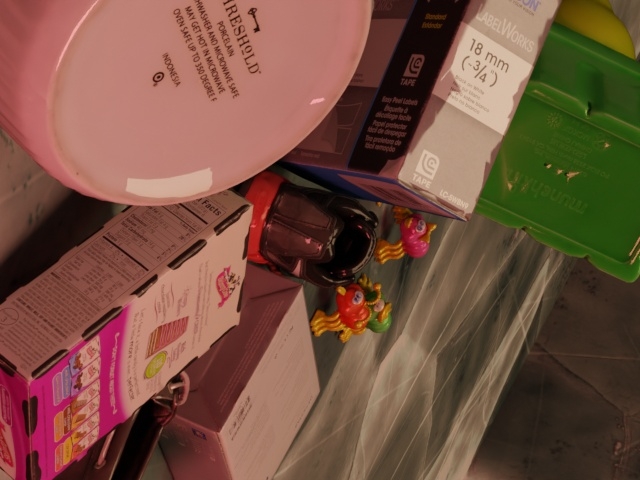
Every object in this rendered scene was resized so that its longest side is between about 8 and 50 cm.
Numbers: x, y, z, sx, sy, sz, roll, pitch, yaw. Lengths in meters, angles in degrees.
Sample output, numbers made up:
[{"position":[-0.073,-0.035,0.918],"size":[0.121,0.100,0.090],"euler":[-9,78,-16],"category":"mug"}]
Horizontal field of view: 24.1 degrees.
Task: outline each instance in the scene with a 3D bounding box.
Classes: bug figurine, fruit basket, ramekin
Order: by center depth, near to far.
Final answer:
[{"position":[-0.091,-0.140,0.903],"size":[0.273,0.127,0.273],"euler":[-23,144,-18],"category":"ramekin"},{"position":[0.272,-0.156,1.794],"size":[0.283,0.392,0.392],"euler":[-63,166,20],"category":"fruit basket"},{"position":[0.086,0.020,1.924],"size":[0.279,0.072,0.216],"euler":[-64,162,-16],"category":"bug figurine"}]

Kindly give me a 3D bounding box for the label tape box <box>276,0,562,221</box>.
[{"position":[0.106,-0.200,1.451],"size":[0.106,0.240,0.334],"euler":[26,83,-30],"category":"label tape box"}]

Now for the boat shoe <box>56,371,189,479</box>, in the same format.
[{"position":[-0.171,0.181,1.293],"size":[0.335,0.095,0.112],"euler":[-63,162,-18],"category":"boat shoe"}]

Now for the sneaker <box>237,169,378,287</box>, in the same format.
[{"position":[0.000,0.000,1.539],"size":[0.276,0.135,0.098],"euler":[29,81,-74],"category":"sneaker"}]

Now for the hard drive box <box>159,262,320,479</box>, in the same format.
[{"position":[-0.084,0.158,1.542],"size":[0.181,0.089,0.232],"euler":[-60,160,-27],"category":"hard drive box"}]

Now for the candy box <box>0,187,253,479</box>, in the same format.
[{"position":[-0.157,0.065,1.142],"size":[0.233,0.071,0.159],"euler":[-39,155,-33],"category":"candy box"}]
